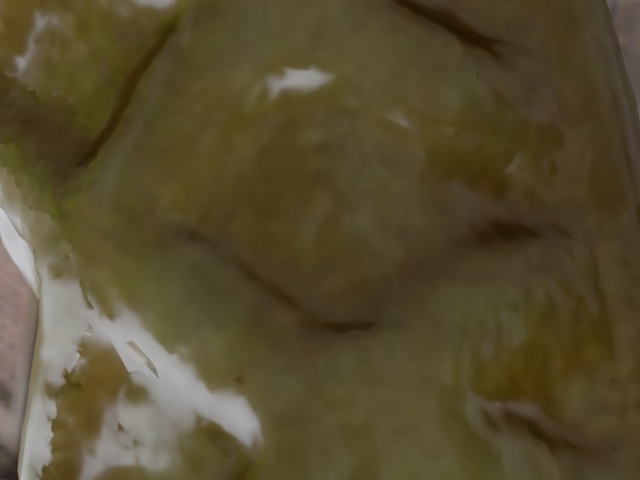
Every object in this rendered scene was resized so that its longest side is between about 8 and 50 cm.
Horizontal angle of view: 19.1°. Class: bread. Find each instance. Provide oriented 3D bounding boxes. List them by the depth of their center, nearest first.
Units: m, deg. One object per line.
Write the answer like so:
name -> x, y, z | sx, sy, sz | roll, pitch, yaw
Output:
bread -> 0.001, 0.002, 0.563 | 0.239, 0.252, 0.196 | 6, 154, -26
